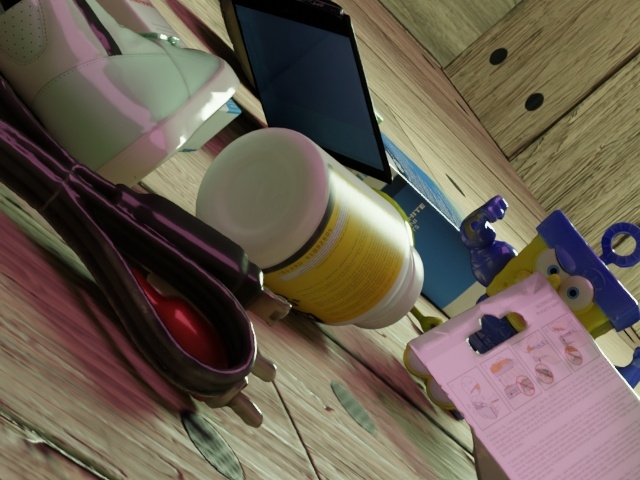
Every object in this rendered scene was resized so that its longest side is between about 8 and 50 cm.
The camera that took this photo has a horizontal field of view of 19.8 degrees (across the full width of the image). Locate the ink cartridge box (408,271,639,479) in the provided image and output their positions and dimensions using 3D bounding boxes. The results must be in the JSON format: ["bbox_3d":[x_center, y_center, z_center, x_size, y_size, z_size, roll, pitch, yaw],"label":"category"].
[{"bbox_3d":[0.178,0.153,1.391,0.232,0.066,0.189,49,40,15],"label":"ink cartridge box"}]

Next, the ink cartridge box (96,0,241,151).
[{"bbox_3d":[-0.124,-0.128,1.369,0.122,0.052,0.088,52,10,5],"label":"ink cartridge box"}]

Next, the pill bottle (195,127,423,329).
[{"bbox_3d":[0.000,0.000,1.285,0.184,0.103,0.103,36,17,-53],"label":"pill bottle"}]

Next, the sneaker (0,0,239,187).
[{"bbox_3d":[-0.136,-0.126,1.167,0.151,0.094,0.256,54,12,-9],"label":"sneaker"}]

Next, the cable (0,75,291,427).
[{"bbox_3d":[-0.128,-0.001,0.961,0.287,0.072,0.139,34,31,-16],"label":"cable"}]

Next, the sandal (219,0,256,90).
[{"bbox_3d":[0.000,-0.155,1.905,0.303,0.086,0.120,45,11,-23],"label":"sandal"}]

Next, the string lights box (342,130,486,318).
[{"bbox_3d":[0.072,-0.038,1.814,0.259,0.077,0.133,40,13,-43],"label":"string lights box"}]

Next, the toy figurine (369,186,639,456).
[{"bbox_3d":[0.177,0.043,1.567,0.362,0.217,0.191,54,11,21],"label":"toy figurine"}]

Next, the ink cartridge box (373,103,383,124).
[{"bbox_3d":[-0.008,-0.193,2.088,0.109,0.062,0.209,44,11,-30],"label":"ink cartridge box"}]

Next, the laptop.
[{"bbox_3d":[-0.081,-0.165,1.588,0.264,0.136,0.234,14,6,-32],"label":"laptop"}]
